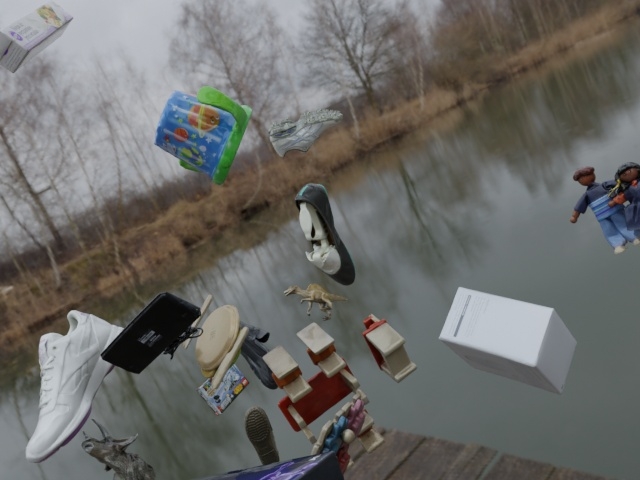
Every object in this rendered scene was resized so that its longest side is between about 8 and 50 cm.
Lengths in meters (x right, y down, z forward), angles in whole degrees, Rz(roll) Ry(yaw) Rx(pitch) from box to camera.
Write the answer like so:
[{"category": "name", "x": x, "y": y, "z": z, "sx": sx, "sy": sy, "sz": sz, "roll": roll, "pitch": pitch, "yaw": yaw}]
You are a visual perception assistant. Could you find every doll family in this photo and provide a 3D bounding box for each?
[{"category": "doll family", "x": 0.380, "y": -0.067, "z": 0.697, "sx": 0.193, "sy": 0.111, "sz": 0.076, "roll": -33, "pitch": -6, "yaw": 19}]

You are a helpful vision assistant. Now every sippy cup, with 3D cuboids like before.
[{"category": "sippy cup", "x": -0.336, "y": -0.304, "z": 1.707, "sx": 0.240, "sy": 0.224, "sz": 0.306, "roll": -91, "pitch": 25, "yaw": -63}]

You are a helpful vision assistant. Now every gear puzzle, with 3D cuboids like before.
[{"category": "gear puzzle", "x": 0.000, "y": 0.426, "z": 0.988, "sx": 0.044, "sy": 0.339, "sz": 0.175, "roll": 22, "pitch": 13, "yaw": 19}]

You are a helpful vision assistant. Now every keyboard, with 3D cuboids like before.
[{"category": "keyboard", "x": -0.264, "y": 0.149, "z": 0.980, "sx": 0.192, "sy": 0.100, "sz": 0.038, "roll": -41, "pitch": 29, "yaw": 27}]

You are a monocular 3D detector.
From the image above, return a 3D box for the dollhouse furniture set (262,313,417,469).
[{"category": "dollhouse furniture set", "x": 0.041, "y": 0.263, "z": 1.159, "sx": 0.259, "sy": 0.262, "sz": 0.135, "roll": -33, "pitch": 26, "yaw": -13}]

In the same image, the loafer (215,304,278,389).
[{"category": "loafer", "x": -0.145, "y": 0.222, "z": 1.326, "sx": 0.078, "sy": 0.223, "sz": 0.076, "roll": -41, "pitch": -17, "yaw": -7}]

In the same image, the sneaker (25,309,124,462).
[{"category": "sneaker", "x": -0.498, "y": 0.271, "z": 1.166, "sx": 0.114, "sy": 0.152, "sz": 0.305, "roll": -35, "pitch": 27, "yaw": 39}]

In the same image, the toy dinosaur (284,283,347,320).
[{"category": "toy dinosaur", "x": 0.006, "y": 0.142, "z": 1.475, "sx": 0.053, "sy": 0.183, "sz": 0.093, "roll": -58, "pitch": 33, "yaw": 35}]

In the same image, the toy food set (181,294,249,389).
[{"category": "toy food set", "x": -0.180, "y": 0.179, "z": 1.087, "sx": 0.132, "sy": 0.038, "sz": 0.192, "roll": -60, "pitch": 34, "yaw": -1}]

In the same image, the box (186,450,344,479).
[{"category": "box", "x": -0.117, "y": 0.269, "z": 0.488, "sx": 0.261, "sy": 0.103, "sz": 0.184, "roll": -26, "pitch": -10, "yaw": 36}]

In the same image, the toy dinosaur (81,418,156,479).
[{"category": "toy dinosaur", "x": -0.360, "y": 0.501, "z": 1.214, "sx": 0.120, "sy": 0.314, "sz": 0.160, "roll": -21, "pitch": 32, "yaw": -8}]

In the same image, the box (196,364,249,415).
[{"category": "box", "x": -0.270, "y": 0.406, "z": 1.692, "sx": 0.027, "sy": 0.094, "sz": 0.137, "roll": -36, "pitch": 4, "yaw": 40}]

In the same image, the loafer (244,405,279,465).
[{"category": "loafer", "x": -0.131, "y": 0.428, "z": 1.339, "sx": 0.056, "sy": 0.148, "sz": 0.050, "roll": -16, "pitch": 13, "yaw": -6}]

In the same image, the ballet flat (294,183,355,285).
[{"category": "ballet flat", "x": 0.000, "y": 0.000, "z": 1.494, "sx": 0.095, "sy": 0.281, "sz": 0.096, "roll": -11, "pitch": 17, "yaw": 40}]

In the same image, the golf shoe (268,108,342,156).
[{"category": "golf shoe", "x": -0.029, "y": -0.248, "z": 1.405, "sx": 0.176, "sy": 0.086, "sz": 0.069, "roll": -15, "pitch": 30, "yaw": 1}]

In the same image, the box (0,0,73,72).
[{"category": "box", "x": -0.624, "y": -0.451, "z": 1.322, "sx": 0.067, "sy": 0.063, "sz": 0.324, "roll": -45, "pitch": 24, "yaw": 22}]

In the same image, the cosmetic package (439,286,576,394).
[{"category": "cosmetic package", "x": 0.430, "y": 0.227, "z": 1.380, "sx": 0.224, "sy": 0.224, "sz": 0.138, "roll": 13, "pitch": 72, "yaw": 40}]
